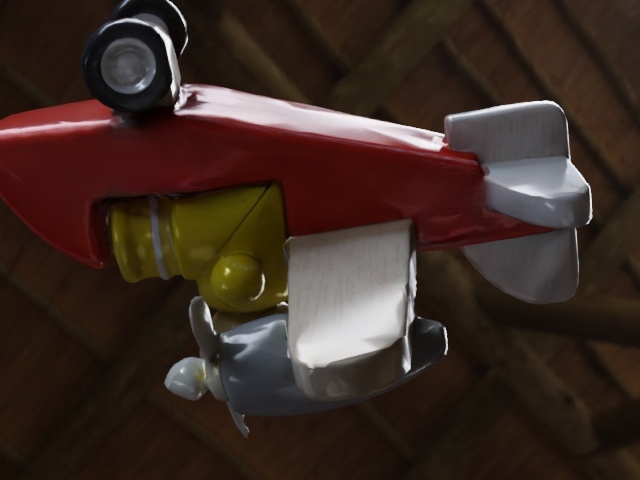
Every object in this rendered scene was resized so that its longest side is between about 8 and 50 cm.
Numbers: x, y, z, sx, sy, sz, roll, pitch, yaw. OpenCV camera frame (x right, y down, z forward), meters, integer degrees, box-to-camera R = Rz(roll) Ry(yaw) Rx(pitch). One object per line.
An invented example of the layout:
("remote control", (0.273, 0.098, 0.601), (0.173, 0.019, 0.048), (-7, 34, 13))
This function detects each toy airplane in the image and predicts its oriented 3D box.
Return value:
("toy airplane", (0.000, 0.000, 0.910), (0.386, 0.384, 0.272), (-7, -63, -48))
